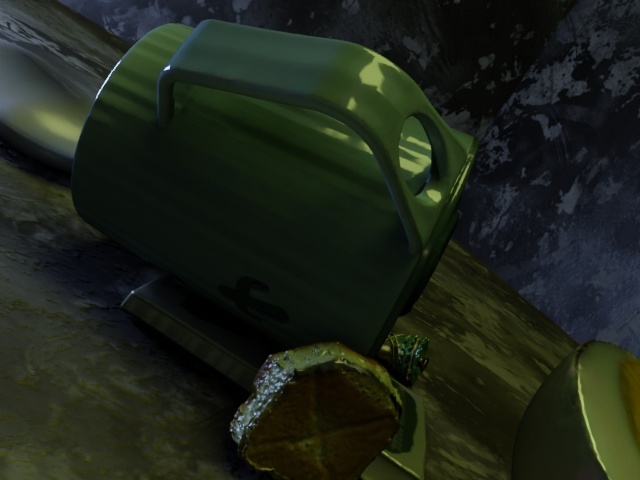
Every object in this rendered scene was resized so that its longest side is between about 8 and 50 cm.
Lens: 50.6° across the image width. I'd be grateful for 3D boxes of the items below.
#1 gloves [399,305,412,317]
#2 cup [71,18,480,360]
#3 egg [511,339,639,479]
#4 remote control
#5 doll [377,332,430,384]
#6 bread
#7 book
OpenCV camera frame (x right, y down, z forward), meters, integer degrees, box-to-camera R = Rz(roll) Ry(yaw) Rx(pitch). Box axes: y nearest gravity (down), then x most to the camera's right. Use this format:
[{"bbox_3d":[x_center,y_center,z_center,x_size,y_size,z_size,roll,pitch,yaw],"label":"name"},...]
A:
[{"bbox_3d":[0.112,0.086,1.298,0.119,0.097,0.229,29,10,-14],"label":"gloves"},{"bbox_3d":[-0.030,-0.079,0.755,0.392,0.401,0.310,27,37,5],"label":"cup"},{"bbox_3d":[0.329,0.300,0.787,0.337,0.201,0.337,31,37,-27],"label":"egg"},{"bbox_3d":[-0.424,-0.203,1.005,0.332,0.103,0.221,38,18,18],"label":"remote control"},{"bbox_3d":[0.123,0.166,1.074,0.113,0.076,0.078,36,21,14],"label":"doll"},{"bbox_3d":[-0.004,0.158,0.615,0.128,0.140,0.069,36,2,-19],"label":"bread"},{"bbox_3d":[-0.035,0.143,0.829,0.371,0.043,0.260,34,12,2],"label":"book"}]
